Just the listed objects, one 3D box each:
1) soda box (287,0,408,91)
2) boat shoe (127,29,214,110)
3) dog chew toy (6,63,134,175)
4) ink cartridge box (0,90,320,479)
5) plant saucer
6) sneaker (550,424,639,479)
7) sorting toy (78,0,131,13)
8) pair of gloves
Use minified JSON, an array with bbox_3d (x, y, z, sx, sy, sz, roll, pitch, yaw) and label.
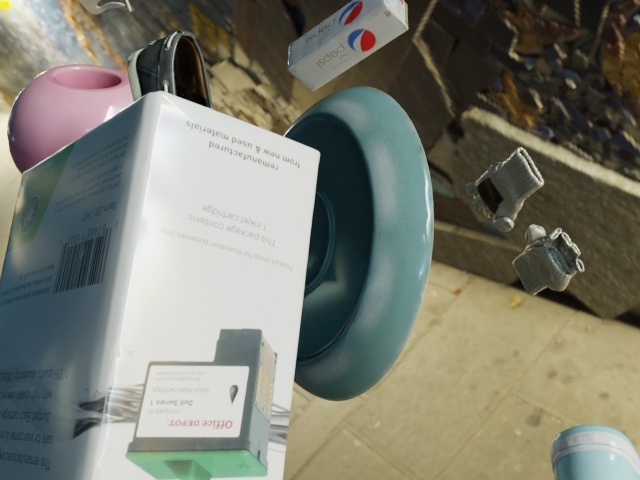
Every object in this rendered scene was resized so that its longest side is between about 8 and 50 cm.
[{"bbox_3d":[0.045,-0.347,1.469,0.216,0.069,0.074,-29,41,31],"label":"soda box"},{"bbox_3d":[-0.138,-0.109,0.915,0.079,0.233,0.084,-20,-8,24],"label":"boat shoe"},{"bbox_3d":[-0.329,-0.071,1.205,0.206,0.332,0.206,8,28,-4],"label":"dog chew toy"},{"bbox_3d":[-0.091,0.065,0.396,0.160,0.092,0.219,-13,66,52],"label":"ink cartridge box"},{"bbox_3d":[0.000,0.000,0.863,0.317,0.043,0.318,-17,69,57],"label":"plant saucer"},{"bbox_3d":[0.360,0.392,1.014,0.127,0.319,0.208,-23,29,30],"label":"sneaker"},{"bbox_3d":[-0.242,-0.274,0.932,0.083,0.075,0.045,3,59,21],"label":"sorting toy"},{"bbox_3d":[0.339,-0.020,1.440,0.042,0.240,0.204,-25,-4,-16],"label":"pair of gloves"}]
